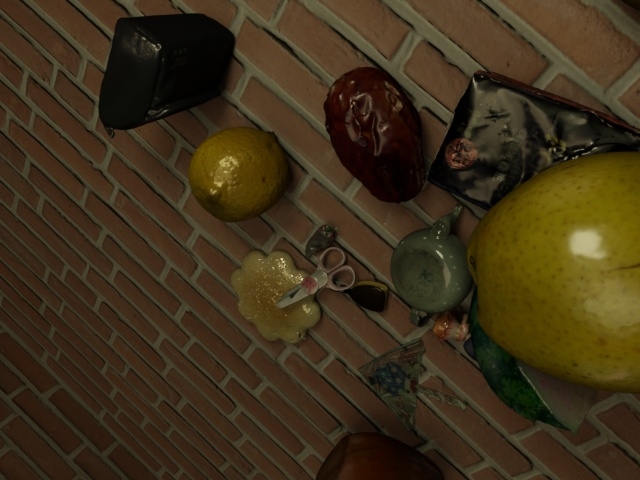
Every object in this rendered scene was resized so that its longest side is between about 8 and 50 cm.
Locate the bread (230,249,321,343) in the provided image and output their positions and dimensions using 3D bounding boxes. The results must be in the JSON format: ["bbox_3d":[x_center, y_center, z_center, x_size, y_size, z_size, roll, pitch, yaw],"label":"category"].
[{"bbox_3d":[-0.136,0.170,1.341,0.316,0.054,0.316,12,117,24],"label":"bread"}]

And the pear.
[{"bbox_3d":[0.434,0.041,0.671,0.418,0.362,0.362,-6,110,21],"label":"pear"}]

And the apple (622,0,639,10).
[{"bbox_3d":[0.514,-0.467,0.568,0.339,0.305,0.338,11,117,24],"label":"apple"}]

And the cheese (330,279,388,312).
[{"bbox_3d":[0.099,0.139,1.216,0.163,0.036,0.086,12,119,22],"label":"cheese"}]

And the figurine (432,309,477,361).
[{"bbox_3d":[0.360,0.234,1.090,0.195,0.102,0.111,22,142,13],"label":"figurine"}]

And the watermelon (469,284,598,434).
[{"bbox_3d":[0.388,0.186,0.919,0.319,0.292,0.222,52,149,16],"label":"watermelon"}]

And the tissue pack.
[{"bbox_3d":[0.399,-0.159,0.877,0.332,0.123,0.245,28,124,13],"label":"tissue pack"}]

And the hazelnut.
[{"bbox_3d":[0.170,0.703,1.275,0.372,0.372,0.315,-23,58,33],"label":"hazelnut"}]

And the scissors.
[{"bbox_3d":[-0.020,0.118,1.224,0.242,0.030,0.118,-34,78,16],"label":"scissors"}]

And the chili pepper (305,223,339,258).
[{"bbox_3d":[0.001,0.000,1.200,0.050,0.041,0.153,60,143,16],"label":"chili pepper"}]

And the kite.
[{"bbox_3d":[0.251,0.406,1.277,0.314,0.011,0.335,12,118,22],"label":"kite"}]

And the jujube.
[{"bbox_3d":[0.118,-0.213,0.955,0.197,0.197,0.290,-14,122,31],"label":"jujube"}]

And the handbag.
[{"bbox_3d":[-0.346,-0.368,1.058,0.178,0.302,0.275,31,125,3],"label":"handbag"}]

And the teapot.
[{"bbox_3d":[0.257,0.067,1.038,0.193,0.129,0.294,25,119,38],"label":"teapot"}]

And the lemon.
[{"bbox_3d":[-0.201,-0.158,1.102,0.228,0.253,0.228,21,128,30],"label":"lemon"}]
